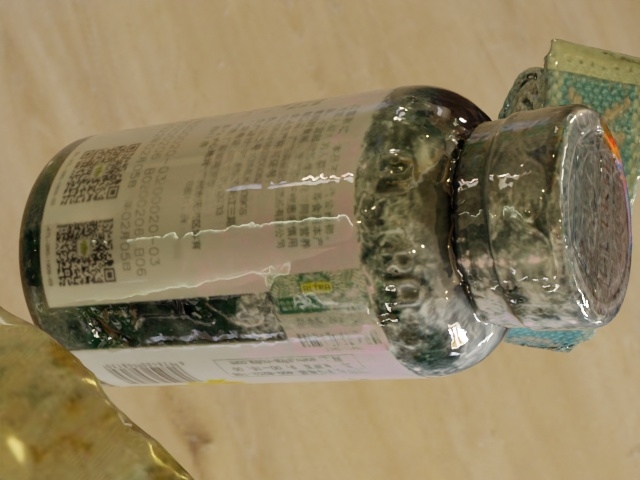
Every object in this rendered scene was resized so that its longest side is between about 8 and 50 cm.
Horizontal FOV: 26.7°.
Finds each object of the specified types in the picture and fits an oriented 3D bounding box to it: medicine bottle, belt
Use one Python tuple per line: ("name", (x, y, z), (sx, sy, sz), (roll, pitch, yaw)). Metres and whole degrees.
("medicine bottle", (0.000, 0.000, 0.670), (0.141, 0.293, 0.141), (15, 72, -57))
("belt", (0.132, -0.019, 0.807), (0.082, 0.147, 0.163), (13, 73, -8))

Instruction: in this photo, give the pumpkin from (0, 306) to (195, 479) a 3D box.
("pumpkin", (-0.169, 0.185, 0.334), (0.332, 0.332, 0.199), (60, 29, -4))
